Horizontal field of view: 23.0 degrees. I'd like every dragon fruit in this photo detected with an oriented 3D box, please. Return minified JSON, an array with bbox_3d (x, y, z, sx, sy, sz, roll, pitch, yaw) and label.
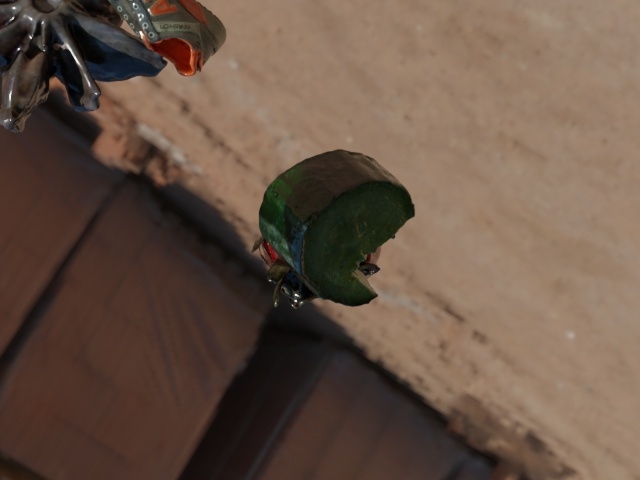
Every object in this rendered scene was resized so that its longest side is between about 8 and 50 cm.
[{"bbox_3d":[0.000,0.000,2.344,0.192,0.274,0.193,29,156,-2],"label":"dragon fruit"}]

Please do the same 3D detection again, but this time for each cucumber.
[{"bbox_3d":[0.019,-0.024,2.082,0.191,0.191,0.130,46,178,-41],"label":"cucumber"}]

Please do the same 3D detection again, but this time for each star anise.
[{"bbox_3d":[-0.339,-0.283,1.969,0.315,0.359,0.139,21,154,-9],"label":"star anise"}]

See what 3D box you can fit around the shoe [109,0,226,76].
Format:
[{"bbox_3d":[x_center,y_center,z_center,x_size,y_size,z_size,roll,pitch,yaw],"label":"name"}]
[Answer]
[{"bbox_3d":[-0.201,-0.271,1.869,0.194,0.077,0.074,37,140,-20],"label":"shoe"}]
